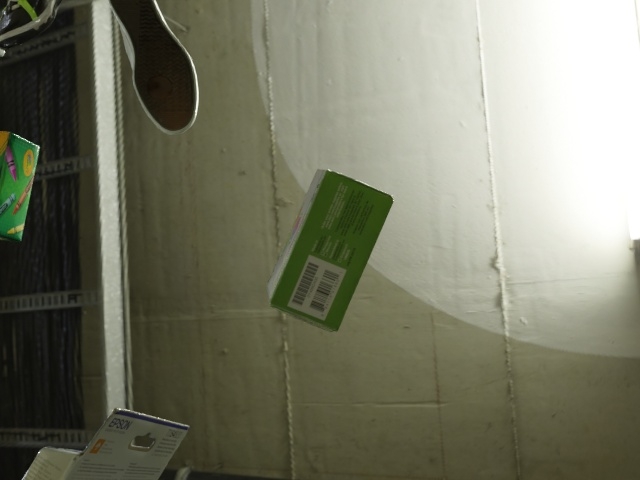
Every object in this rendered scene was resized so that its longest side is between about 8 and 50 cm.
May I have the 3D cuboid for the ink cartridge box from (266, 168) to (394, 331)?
[{"bbox_3d":[0.000,0.000,0.938,0.097,0.255,0.188,23,-86,-10],"label":"ink cartridge box"}]

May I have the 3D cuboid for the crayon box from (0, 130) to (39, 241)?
[{"bbox_3d":[-0.615,-0.096,1.084,0.278,0.081,0.165,5,-99,14],"label":"crayon box"}]

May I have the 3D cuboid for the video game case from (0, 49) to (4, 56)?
[{"bbox_3d":[-0.601,-0.329,1.022,0.157,0.143,0.019,14,-91,7],"label":"video game case"}]

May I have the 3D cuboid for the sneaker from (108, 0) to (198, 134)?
[{"bbox_3d":[-0.280,-0.310,1.160,0.106,0.123,0.290,-19,-99,-6],"label":"sneaker"}]

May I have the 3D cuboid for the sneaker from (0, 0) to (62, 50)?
[{"bbox_3d":[-0.441,-0.382,0.984,0.084,0.097,0.234,-10,-130,29],"label":"sneaker"}]

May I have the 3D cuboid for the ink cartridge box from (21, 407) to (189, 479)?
[{"bbox_3d":[-0.243,0.273,0.681,0.045,0.223,0.224,27,-105,17],"label":"ink cartridge box"}]
